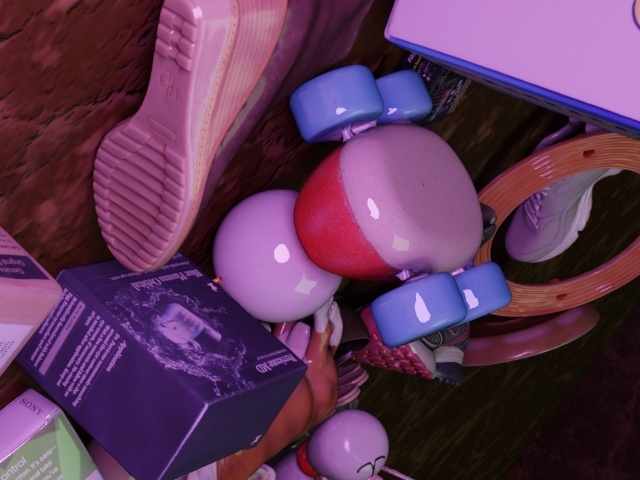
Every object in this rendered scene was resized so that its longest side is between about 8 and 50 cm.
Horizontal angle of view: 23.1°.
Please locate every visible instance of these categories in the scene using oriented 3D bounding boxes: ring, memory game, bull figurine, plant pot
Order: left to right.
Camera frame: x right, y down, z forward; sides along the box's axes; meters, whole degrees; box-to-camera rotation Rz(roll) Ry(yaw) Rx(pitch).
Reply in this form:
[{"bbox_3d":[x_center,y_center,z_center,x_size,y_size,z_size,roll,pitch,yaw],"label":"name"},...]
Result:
[{"bbox_3d":[-0.068,0.143,1.416,0.310,0.101,0.188,-35,136,-61],"label":"bull figurine"},{"bbox_3d":[-0.030,0.184,1.686,0.186,0.012,0.186,-29,-170,5],"label":"memory game"},{"bbox_3d":[0.258,0.112,2.121,0.236,0.032,0.236,-14,-169,3],"label":"plant pot"},{"bbox_3d":[0.308,-0.022,1.934,0.336,0.032,0.337,-13,142,-10],"label":"ring"}]

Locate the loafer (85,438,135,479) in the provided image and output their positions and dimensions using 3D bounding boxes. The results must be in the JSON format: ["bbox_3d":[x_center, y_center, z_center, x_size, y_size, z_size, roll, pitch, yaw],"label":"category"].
[{"bbox_3d":[-0.185,0.256,1.501,0.092,0.102,0.268,-34,147,-15],"label":"loafer"}]

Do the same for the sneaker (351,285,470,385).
[{"bbox_3d":[0.099,0.100,1.838,0.299,0.120,0.112,23,80,-71],"label":"sneaker"}]

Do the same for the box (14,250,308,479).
[{"bbox_3d":[-0.121,0.094,1.208,0.093,0.158,0.156,-56,161,22],"label":"box"}]

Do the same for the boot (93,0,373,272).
[{"bbox_3d":[-0.047,-0.099,1.095,0.207,0.090,0.248,-27,148,-45],"label":"boot"}]

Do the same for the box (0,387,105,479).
[{"bbox_3d":[-0.244,0.308,1.281,0.232,0.058,0.322,-41,130,-23],"label":"box"}]

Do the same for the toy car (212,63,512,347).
[{"bbox_3d":[0.000,0.000,1.324,0.238,0.219,0.210,-24,173,25],"label":"toy car"}]

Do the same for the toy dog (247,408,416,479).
[{"bbox_3d":[0.005,0.292,1.649,0.220,0.161,0.334,-31,170,-4],"label":"toy dog"}]

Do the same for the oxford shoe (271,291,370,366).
[{"bbox_3d":[-0.037,0.140,1.602,0.227,0.096,0.083,-38,161,-25],"label":"oxford shoe"}]

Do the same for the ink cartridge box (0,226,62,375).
[{"bbox_3d":[-0.289,0.087,0.922,0.235,0.088,0.193,-51,163,10],"label":"ink cartridge box"}]

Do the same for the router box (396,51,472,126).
[{"bbox_3d":[0.111,-0.160,1.419,0.092,0.038,0.122,-23,150,-53],"label":"router box"}]

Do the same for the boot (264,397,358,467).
[{"bbox_3d":[-0.058,0.242,1.822,0.208,0.076,0.190,-32,155,-24],"label":"boot"}]

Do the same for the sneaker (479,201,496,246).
[{"bbox_3d":[0.118,-0.005,1.686,0.130,0.087,0.227,-52,165,4],"label":"sneaker"}]

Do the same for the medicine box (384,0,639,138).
[{"bbox_3d":[0.236,-0.168,1.257,0.289,0.263,0.149,7,104,-64],"label":"medicine box"}]

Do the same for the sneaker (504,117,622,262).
[{"bbox_3d":[0.290,-0.076,1.958,0.121,0.099,0.262,1,135,-39],"label":"sneaker"}]
